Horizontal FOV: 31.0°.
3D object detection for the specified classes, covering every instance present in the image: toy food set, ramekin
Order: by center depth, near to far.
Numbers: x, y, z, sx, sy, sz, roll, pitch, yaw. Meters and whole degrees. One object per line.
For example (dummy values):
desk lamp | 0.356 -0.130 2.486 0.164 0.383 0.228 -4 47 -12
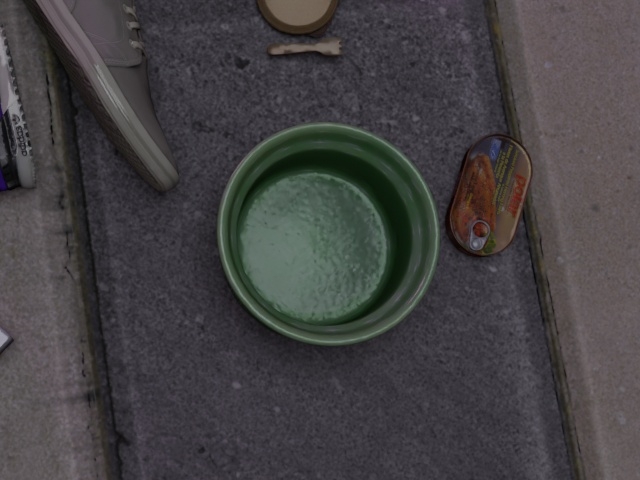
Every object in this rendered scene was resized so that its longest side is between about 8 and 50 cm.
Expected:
ramekin | 0.000 0.000 1.594 0.303 0.148 0.303 2 80 -11
toy food set | -0.030 -0.364 1.711 0.132 0.038 0.192 -3 87 -5

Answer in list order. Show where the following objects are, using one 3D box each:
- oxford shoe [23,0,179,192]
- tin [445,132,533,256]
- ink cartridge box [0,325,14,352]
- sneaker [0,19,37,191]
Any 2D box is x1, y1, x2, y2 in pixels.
oxford shoe | -0.296 -0.274 1.577 0.130 0.169 0.449 -28 82 -16
tin | 0.251 -0.066 1.714 0.106 0.040 0.189 20 78 -4
ink cartridge box | -0.581 0.077 1.509 0.333 0.065 0.165 44 76 -3
sneaker | -0.482 -0.200 1.554 0.146 0.102 0.293 -13 84 -12
